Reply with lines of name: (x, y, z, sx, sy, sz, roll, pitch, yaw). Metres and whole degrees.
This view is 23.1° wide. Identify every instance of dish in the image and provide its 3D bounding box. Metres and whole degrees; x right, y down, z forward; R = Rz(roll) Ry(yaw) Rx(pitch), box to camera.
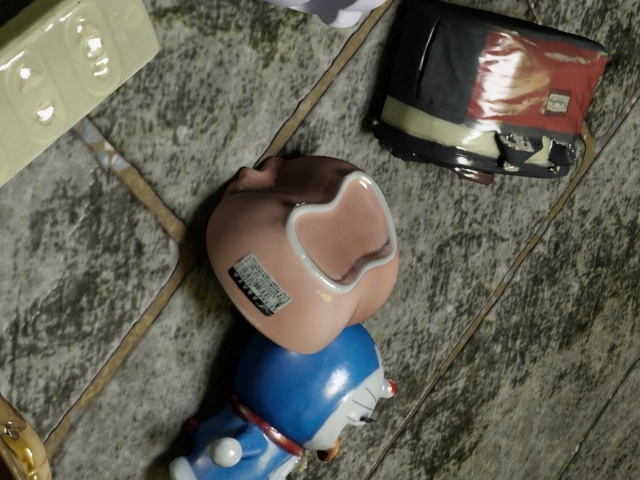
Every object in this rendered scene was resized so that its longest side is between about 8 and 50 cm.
dish: (0.000, 0.000, 1.539, 0.213, 0.090, 0.213, 14, 67, -35)

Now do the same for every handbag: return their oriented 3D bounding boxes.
handbag: (0.189, -0.150, 1.691, 0.254, 0.181, 0.181, 1, 109, -49)

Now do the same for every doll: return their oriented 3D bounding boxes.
doll: (-0.040, 0.185, 1.634, 0.257, 0.161, 0.215, -52, 173, 3)

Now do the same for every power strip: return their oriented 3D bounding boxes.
power strip: (-0.238, -0.132, 1.260, 0.256, 0.070, 0.105, -46, 141, -25)

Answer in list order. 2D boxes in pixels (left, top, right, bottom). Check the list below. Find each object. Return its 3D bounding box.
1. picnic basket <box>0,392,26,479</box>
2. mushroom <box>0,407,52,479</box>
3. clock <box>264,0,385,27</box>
picnic basket: (-0.350, 0.164, 1.088, 0.254, 0.291, 0.321, -43, 125, -33)
mushroom: (-0.396, 0.258, 1.256, 0.407, 0.154, 0.137, -37, 174, -39)
clock: (-0.069, -0.279, 1.318, 0.254, 0.189, 0.188, 1, 112, -36)
